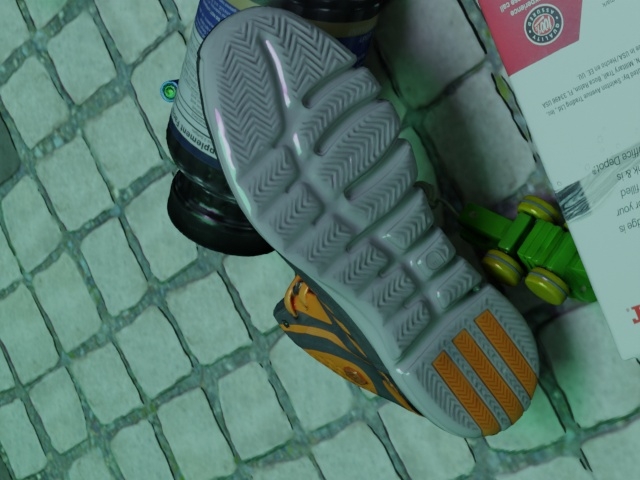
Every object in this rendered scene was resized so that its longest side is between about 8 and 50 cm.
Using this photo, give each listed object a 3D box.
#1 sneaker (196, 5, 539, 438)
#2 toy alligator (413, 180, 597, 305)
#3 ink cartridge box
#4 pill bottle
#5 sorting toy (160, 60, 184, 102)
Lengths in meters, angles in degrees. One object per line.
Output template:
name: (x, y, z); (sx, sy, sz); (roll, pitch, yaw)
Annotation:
sneaker: (0.000, 0.000, 1.002); (0.321, 0.124, 0.180); (58, 159, -12)
toy alligator: (0.132, 0.004, 0.997); (0.189, 0.056, 0.051); (24, 163, 42)
ink cartridge box: (0.218, -0.071, 0.852); (0.172, 0.100, 0.237); (-25, 86, 44)
pill bottle: (-0.040, -0.103, 1.064); (0.123, 0.123, 0.219); (37, 127, 28)
sorting toy: (-0.090, -0.109, 1.171); (0.061, 0.042, 0.102); (28, 111, 15)
